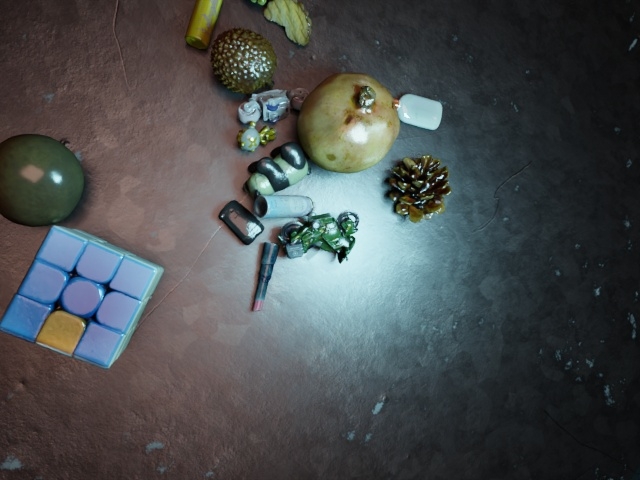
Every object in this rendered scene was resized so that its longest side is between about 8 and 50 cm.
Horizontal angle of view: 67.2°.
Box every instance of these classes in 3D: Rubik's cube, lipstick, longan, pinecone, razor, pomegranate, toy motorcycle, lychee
[{"bbox_3d":[-0.643,0.150,1.354,0.291,0.291,0.291,25,83,-12],"label":"Rubik's cube"},{"bbox_3d":[-0.189,0.122,1.595,0.054,0.053,0.234,15,87,-13],"label":"lipstick"},{"bbox_3d":[-0.796,-0.168,1.352,0.258,0.258,0.257,0,88,-14],"label":"longan"},{"bbox_3d":[0.343,-0.190,1.666,0.203,0.201,0.229,-28,70,-27],"label":"pinecone"},{"bbox_3d":[-0.260,-0.061,1.579,0.148,0.054,0.090,45,75,-9],"label":"razor"},{"bbox_3d":[0.097,-0.380,1.543,0.339,0.338,0.337,0,88,-14],"label":"pomegranate"},{"bbox_3d":[0.000,0.000,1.603,0.275,0.124,0.187,-10,116,-5],"label":"toy motorcycle"},{"bbox_3d":[-0.235,-0.564,1.537,0.238,0.200,0.200,34,79,-39],"label":"lychee"},{"bbox_3d":[-0.158,-0.458,1.605,0.254,0.112,0.112,-20,93,-13],"label":"toy motorcycle"}]

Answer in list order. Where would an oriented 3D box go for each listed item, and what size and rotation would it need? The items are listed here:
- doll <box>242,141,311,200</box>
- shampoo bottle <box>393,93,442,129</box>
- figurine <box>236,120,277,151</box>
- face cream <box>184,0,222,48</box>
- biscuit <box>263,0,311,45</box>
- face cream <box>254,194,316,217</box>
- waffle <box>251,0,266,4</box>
[{"bbox_3d":[-0.147,-0.223,1.571,0.234,0.143,0.135,-32,102,-13],"label":"doll"},{"bbox_3d":[0.330,-0.474,1.741,0.221,0.051,0.108,11,88,-14],"label":"shampoo bottle"},{"bbox_3d":[-0.209,-0.335,1.588,0.143,0.068,0.101,3,118,-49],"label":"figurine"},{"bbox_3d":[-0.365,-0.764,1.563,0.078,0.078,0.273,17,84,-13],"label":"face cream"},{"bbox_3d":[-0.094,-0.756,1.634,0.183,0.118,0.061,43,36,-5],"label":"biscuit"},{"bbox_3d":[-0.106,-0.111,1.572,0.229,0.075,0.075,-6,90,-46],"label":"face cream"},{"bbox_3d":[-0.208,-0.882,1.614,0.183,0.036,0.169,41,79,3],"label":"waffle"}]
